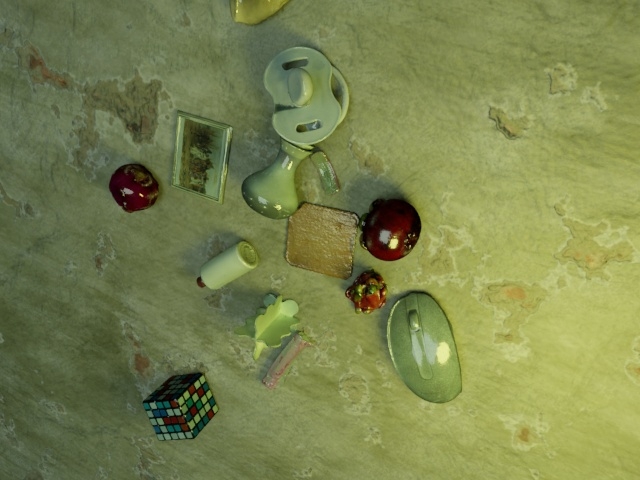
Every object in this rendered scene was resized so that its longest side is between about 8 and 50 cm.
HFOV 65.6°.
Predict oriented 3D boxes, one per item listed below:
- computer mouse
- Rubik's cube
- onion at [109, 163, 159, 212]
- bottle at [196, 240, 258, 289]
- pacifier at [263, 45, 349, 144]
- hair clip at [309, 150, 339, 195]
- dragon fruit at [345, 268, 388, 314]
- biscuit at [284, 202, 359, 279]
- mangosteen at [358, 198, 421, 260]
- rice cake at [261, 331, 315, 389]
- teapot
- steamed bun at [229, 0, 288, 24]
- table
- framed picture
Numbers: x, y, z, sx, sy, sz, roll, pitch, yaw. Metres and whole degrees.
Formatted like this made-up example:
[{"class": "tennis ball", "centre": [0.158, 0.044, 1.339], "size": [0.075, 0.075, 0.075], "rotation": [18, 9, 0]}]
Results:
[{"class": "computer mouse", "centre": [0.324, 0.345, 1.520], "size": [0.203, 0.114, 0.374], "rotation": [-16, 101, 27]}, {"class": "Rubik's cube", "centre": [-0.541, 0.647, 1.937], "size": [0.187, 0.184, 0.182], "rotation": [-13, 102, 24]}, {"class": "onion", "centre": [-0.665, -0.159, 1.730], "size": [0.173, 0.135, 0.198], "rotation": [37, 120, 9]}, {"class": "bottle", "centre": [-0.333, 0.097, 1.705], "size": [0.245, 0.104, 0.104], "rotation": [-30, 95, 27]}, {"class": "pacifier", "centre": [-0.040, -0.408, 1.342], "size": [0.227, 0.207, 0.279], "rotation": [-13, 88, 5]}, {"class": "hair clip", "centre": [0.014, -0.203, 1.503], "size": [0.054, 0.022, 0.137], "rotation": [-22, 96, 27]}, {"class": "dragon fruit", "centre": [0.139, 0.157, 1.541], "size": [0.138, 0.175, 0.142], "rotation": [1, 78, 11]}, {"class": "biscuit", "centre": [0.000, 0.000, 1.586], "size": [0.236, 0.013, 0.232], "rotation": [13, 113, 16]}, {"class": "mangosteen", "centre": [0.188, -0.034, 1.421], "size": [0.199, 0.200, 0.200], "rotation": [7, 111, 20]}, {"class": "rice cake", "centre": [-0.120, 0.436, 1.767], "size": [0.081, 0.051, 0.290], "rotation": [39, 118, 6]}, {"class": "teapot", "centre": [-0.118, -0.196, 1.487], "size": [0.183, 0.183, 0.251], "rotation": [32, 105, 9]}, {"class": "steamed bun", "centre": [-0.182, -0.696, 1.362], "size": [0.231, 0.110, 0.212], "rotation": [32, 117, 12]}, {"class": "table", "centre": [-0.176, 0.287, 1.653], "size": [0.166, 0.198, 0.167], "rotation": [8, 111, 20]}, {"class": "framed picture", "centre": [-0.401, -0.272, 1.650], "size": [0.217, 0.017, 0.274], "rotation": [17, 113, 15]}]
